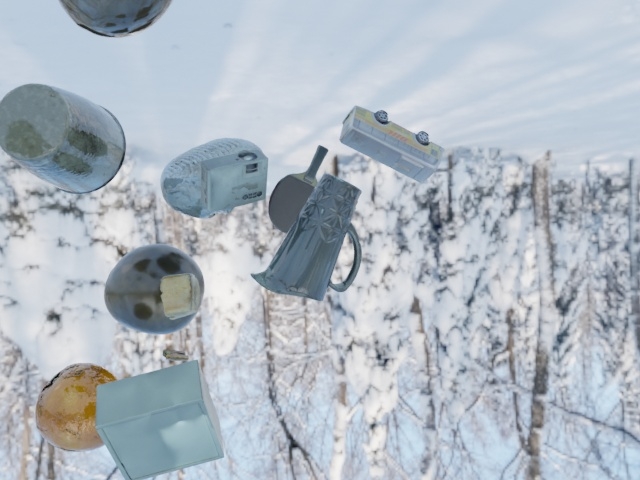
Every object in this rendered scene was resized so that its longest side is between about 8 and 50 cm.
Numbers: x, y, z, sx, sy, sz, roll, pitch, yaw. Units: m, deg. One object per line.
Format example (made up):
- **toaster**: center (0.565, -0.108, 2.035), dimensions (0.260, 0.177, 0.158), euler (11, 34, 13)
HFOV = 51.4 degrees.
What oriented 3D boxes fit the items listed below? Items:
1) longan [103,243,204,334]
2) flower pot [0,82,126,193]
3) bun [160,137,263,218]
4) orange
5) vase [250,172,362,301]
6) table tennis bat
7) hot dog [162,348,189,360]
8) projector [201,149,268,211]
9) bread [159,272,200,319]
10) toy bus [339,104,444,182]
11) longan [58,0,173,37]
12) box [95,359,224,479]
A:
- **longan**: center (-0.538, 0.160, 2.161), dimensions (0.318, 0.319, 0.319), euler (-3, -176, 0)
- **flower pot**: center (-0.766, -0.305, 1.931), dimensions (0.293, 0.294, 0.330), euler (-3, 174, 6)
- **bun**: center (-0.332, -0.184, 2.081), dimensions (0.354, 0.194, 0.354), euler (-14, -153, 7)
- **orange**: center (-0.654, 0.464, 1.834), dimensions (0.246, 0.246, 0.246), euler (-3, -176, 0)
- **vase**: center (0.000, 0.000, 1.583), dimensions (0.251, 0.301, 0.156), euler (24, -178, -24)
- **table tennis bat**: center (-0.056, -0.163, 2.112), dimensions (0.173, 0.301, 0.022), euler (25, -179, -19)
- **hot dog**: center (-0.367, 0.292, 1.676), dimensions (0.037, 0.021, 0.083), euler (37, -169, 38)
- **projector**: center (-0.196, -0.139, 1.506), dimensions (0.147, 0.115, 0.061), euler (-16, -136, -28)
- **bread**: center (-0.404, 0.163, 1.933), dimensions (0.106, 0.125, 0.082), euler (-8, 167, 11)
- **toy bus**: center (0.182, -0.243, 1.688), dimensions (0.268, 0.106, 0.092), euler (25, 144, -13)
- **longan**: center (-0.377, -0.531, 1.248), dimensions (0.243, 0.300, 0.300), euler (-5, -176, -42)
- **box**: center (-0.351, 0.400, 1.473), dimensions (0.224, 0.225, 0.117), euler (-14, -140, -6)
